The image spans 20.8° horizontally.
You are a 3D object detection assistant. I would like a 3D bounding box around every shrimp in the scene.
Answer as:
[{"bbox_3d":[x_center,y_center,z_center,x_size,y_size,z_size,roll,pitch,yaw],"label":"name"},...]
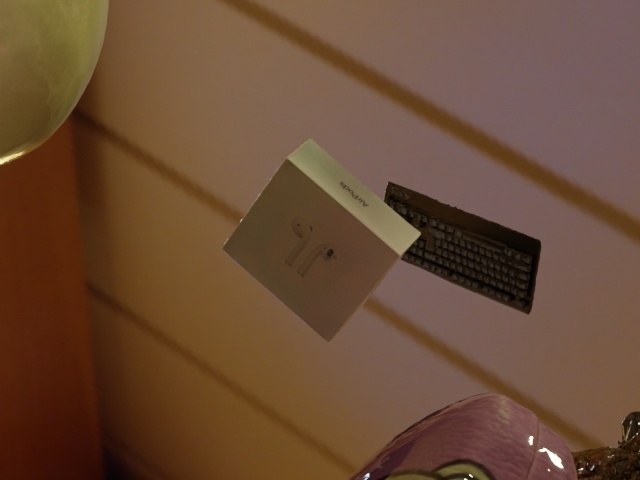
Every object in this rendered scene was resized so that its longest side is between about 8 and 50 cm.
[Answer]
[{"bbox_3d":[0.225,0.216,1.508,0.184,0.043,0.091,-48,-132,46],"label":"shrimp"}]

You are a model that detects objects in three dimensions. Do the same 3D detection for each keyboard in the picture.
[{"bbox_3d":[0.126,0.006,1.646,0.196,0.015,0.074,24,-61,40],"label":"keyboard"}]

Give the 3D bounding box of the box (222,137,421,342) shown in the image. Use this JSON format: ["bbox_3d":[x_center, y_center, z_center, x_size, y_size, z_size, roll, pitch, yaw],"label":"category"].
[{"bbox_3d":[0.000,0.000,1.544,0.130,0.051,0.129,40,-50,4],"label":"box"}]

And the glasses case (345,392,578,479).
[{"bbox_3d":[-0.015,0.155,0.361,0.076,0.316,0.123,32,-49,-2],"label":"glasses case"}]

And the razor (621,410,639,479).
[{"bbox_3d":[0.425,0.316,2.034,0.189,0.107,0.327,3,-37,7],"label":"razor"}]

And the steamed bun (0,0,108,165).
[{"bbox_3d":[-0.306,-0.190,1.131,0.334,0.312,0.233,-2,-57,-2],"label":"steamed bun"}]
